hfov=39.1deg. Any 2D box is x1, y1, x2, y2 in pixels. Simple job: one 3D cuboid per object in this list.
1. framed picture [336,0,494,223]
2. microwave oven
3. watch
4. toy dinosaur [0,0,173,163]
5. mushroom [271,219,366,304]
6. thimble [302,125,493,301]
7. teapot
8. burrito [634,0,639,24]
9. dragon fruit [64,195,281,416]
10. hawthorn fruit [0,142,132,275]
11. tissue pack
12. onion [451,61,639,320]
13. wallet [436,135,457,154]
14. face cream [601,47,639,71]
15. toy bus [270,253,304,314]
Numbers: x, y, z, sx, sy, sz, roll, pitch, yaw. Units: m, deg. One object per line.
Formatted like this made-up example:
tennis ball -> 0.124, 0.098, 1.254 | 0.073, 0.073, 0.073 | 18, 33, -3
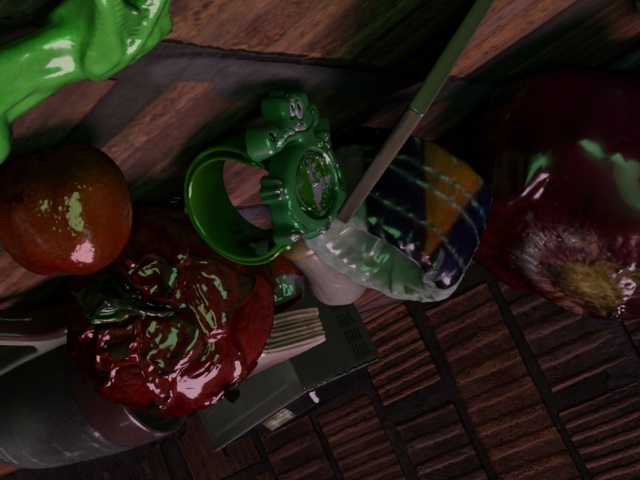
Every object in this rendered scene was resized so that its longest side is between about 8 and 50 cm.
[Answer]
framed picture -> 0.102, -0.145, 0.901 | 0.213, 0.016, 0.289 | -57, 180, -21
microwave oven -> -0.093, 0.205, 1.716 | 0.218, 0.286, 0.355 | -16, 162, -42
watch -> -0.064, -0.066, 0.934 | 0.152, 0.165, 0.131 | -8, -157, 35
toy dinosaur -> -0.313, -0.027, 0.679 | 0.374, 0.144, 0.500 | -33, 177, -28
mushroom -> 0.000, 0.000, 1.362 | 0.122, 0.159, 0.328 | -31, 159, 3
thimble -> 0.093, -0.025, 1.130 | 0.150, 0.237, 0.237 | -62, -179, -20
teapot -> -0.392, 0.192, 1.252 | 0.312, 0.233, 0.315 | -23, 140, 15
burrito -> 0.541, -0.312, 1.057 | 0.332, 0.135, 0.190 | -32, 176, 17
dragon fruit -> -0.162, 0.070, 1.041 | 0.244, 0.244, 0.299 | -34, -171, 38
hawthorn fruit -> -0.228, -0.025, 0.791 | 0.128, 0.128, 0.128 | -24, 169, -5
tissue pack -> -0.162, 0.199, 1.448 | 0.325, 0.071, 0.170 | -27, 166, 33
onion -> 0.388, -0.121, 1.256 | 0.420, 0.398, 0.398 | -61, 180, -19
wallet -> 0.144, -0.101, 1.405 | 0.204, 0.045, 0.142 | -23, 169, -11
face cream -> 0.377, -0.182, 1.431 | 0.385, 0.086, 0.135 | -38, 164, 19
toy bus -> -0.145, 0.089, 1.464 | 0.265, 0.120, 0.121 | -25, 170, 3
